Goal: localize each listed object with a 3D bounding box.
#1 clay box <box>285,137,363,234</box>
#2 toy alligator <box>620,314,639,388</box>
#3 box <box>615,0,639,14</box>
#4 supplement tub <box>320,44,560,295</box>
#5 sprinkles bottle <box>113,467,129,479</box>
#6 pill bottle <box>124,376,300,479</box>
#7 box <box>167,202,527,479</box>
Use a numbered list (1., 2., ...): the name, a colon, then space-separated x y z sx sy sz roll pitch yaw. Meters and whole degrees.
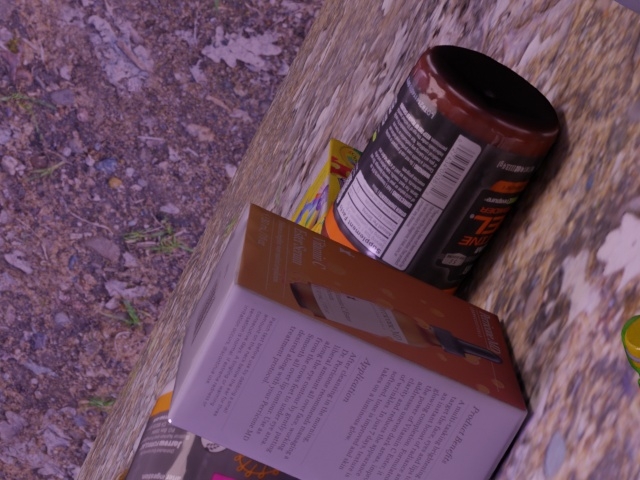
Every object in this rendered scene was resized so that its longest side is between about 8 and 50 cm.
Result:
1. clay box: 0.000 0.000 1.356 0.127 0.053 0.222 -60 12 25
2. toy alligator: 0.143 0.069 0.459 0.051 0.056 0.189 -20 22 10
3. box: 0.204 -0.218 0.774 0.126 0.072 0.137 -55 14 46
4. supplement tub: 0.069 -0.025 0.911 0.198 0.106 0.106 -60 11 29
5. sprinkles bottle: -0.221 0.389 1.344 0.355 0.121 0.121 -60 11 22
6. pill bottle: -0.069 0.232 0.832 0.162 0.162 0.278 -46 21 61
7. box: 0.014 0.070 0.764 0.130 0.170 0.091 -92 28 -70
